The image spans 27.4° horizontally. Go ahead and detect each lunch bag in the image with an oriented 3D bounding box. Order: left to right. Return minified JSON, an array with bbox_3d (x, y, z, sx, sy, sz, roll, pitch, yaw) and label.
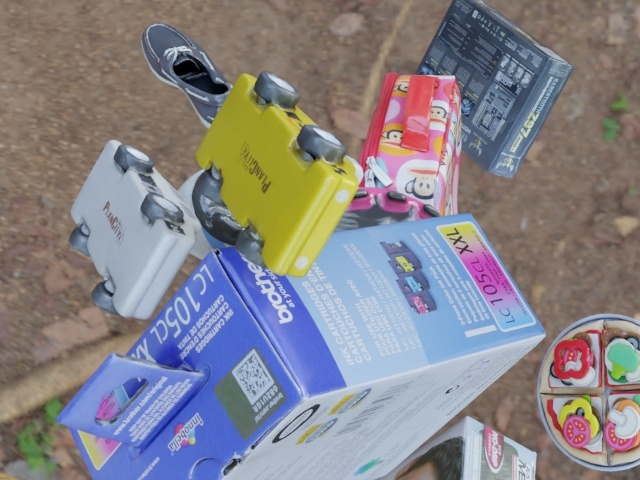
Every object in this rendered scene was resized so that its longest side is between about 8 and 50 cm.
[{"bbox_3d":[0.107,-0.067,1.538,0.293,0.120,0.258,-72,166,-56],"label":"lunch bag"}]

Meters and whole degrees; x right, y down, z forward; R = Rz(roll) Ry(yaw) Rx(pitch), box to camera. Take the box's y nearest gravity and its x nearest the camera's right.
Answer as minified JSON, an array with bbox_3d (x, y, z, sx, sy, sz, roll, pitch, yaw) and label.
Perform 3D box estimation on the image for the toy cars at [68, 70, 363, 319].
[{"bbox_3d":[-0.080,-0.023,1.029,0.087,0.394,0.176,22,67,-32],"label":"toy cars"}]

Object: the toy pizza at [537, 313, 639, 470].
[{"bbox_3d":[0.362,0.193,1.681,0.032,0.201,0.201,11,92,-50],"label":"toy pizza"}]

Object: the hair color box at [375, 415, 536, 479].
[{"bbox_3d":[0.094,0.385,1.574,0.114,0.374,0.185,30,42,-20],"label":"hair color box"}]

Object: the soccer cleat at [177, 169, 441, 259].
[{"bbox_3d":[0.000,0.000,1.347,0.331,0.143,0.116,17,68,-22],"label":"soccer cleat"}]

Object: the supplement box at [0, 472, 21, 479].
[{"bbox_3d":[-0.237,0.164,0.757,0.078,0.233,0.080,10,86,-52],"label":"supplement box"}]

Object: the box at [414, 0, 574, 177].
[{"bbox_3d":[0.234,-0.224,1.876,0.059,0.232,0.183,11,115,-38],"label":"box"}]

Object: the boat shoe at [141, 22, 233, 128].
[{"bbox_3d":[-0.168,-0.228,1.704,0.075,0.206,0.065,-30,149,-17],"label":"boat shoe"}]

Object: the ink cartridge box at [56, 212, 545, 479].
[{"bbox_3d":[-0.029,0.124,1.136,0.395,0.270,0.151,-10,60,-48],"label":"ink cartridge box"}]
